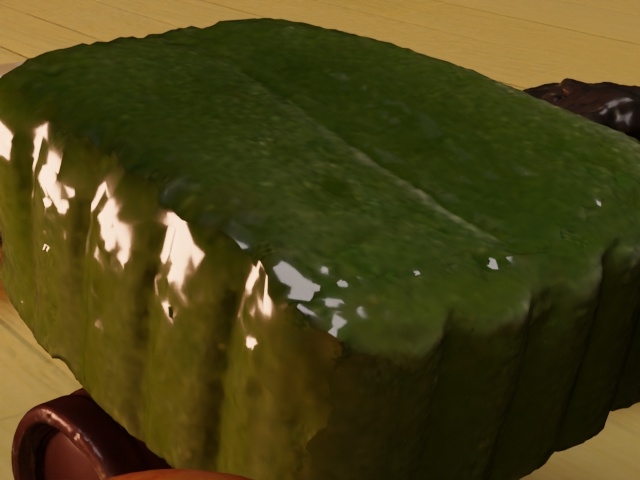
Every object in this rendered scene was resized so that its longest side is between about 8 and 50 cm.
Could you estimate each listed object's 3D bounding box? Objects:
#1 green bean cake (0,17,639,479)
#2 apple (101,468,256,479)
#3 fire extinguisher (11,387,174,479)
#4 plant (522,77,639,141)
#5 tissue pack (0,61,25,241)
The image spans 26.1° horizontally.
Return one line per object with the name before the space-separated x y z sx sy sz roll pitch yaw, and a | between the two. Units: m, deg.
green bean cake | 0.000 0.000 0.560 0.222 0.125 0.248 -21 42 -40
apple | -0.040 0.156 0.341 0.209 0.164 0.209 -2 24 1
fire extinguisher | -0.001 0.073 0.639 0.269 0.105 0.105 -20 27 -38
plant | 0.127 -0.024 0.788 0.131 0.142 0.203 -34 8 -14
tissue pack | -0.155 -0.064 0.949 0.222 0.090 0.186 -8 -14 -14
